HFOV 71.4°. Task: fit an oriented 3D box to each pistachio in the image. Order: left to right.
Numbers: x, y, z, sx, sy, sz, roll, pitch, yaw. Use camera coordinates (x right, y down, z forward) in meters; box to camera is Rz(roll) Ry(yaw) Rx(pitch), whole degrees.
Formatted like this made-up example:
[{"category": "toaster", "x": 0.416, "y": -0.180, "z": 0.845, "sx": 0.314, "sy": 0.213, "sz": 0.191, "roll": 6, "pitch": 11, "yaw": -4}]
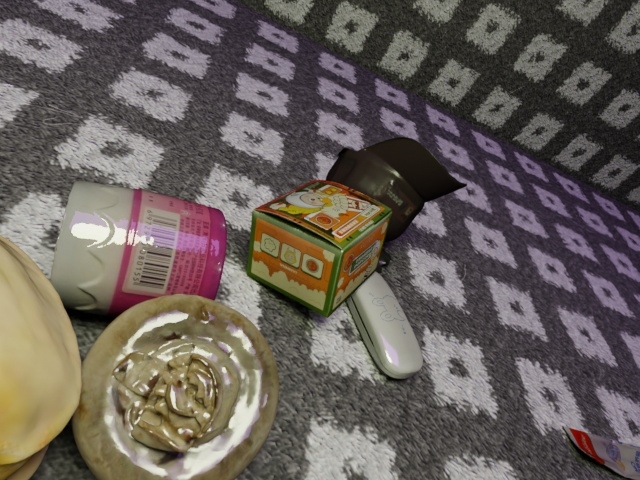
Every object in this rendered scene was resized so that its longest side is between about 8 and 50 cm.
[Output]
[{"category": "pistachio", "x": -0.361, "y": 0.090, "z": 0.414, "sx": 0.309, "sy": 0.230, "sz": 0.229, "roll": 48, "pitch": 39, "yaw": 9}]

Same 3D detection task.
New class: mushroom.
[{"category": "mushroom", "x": -0.153, "y": 0.169, "z": 0.501, "sx": 0.226, "sy": 0.178, "sz": 0.227, "roll": 11, "pitch": 58, "yaw": -19}]

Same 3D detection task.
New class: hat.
[{"category": "hat", "x": 0.119, "y": -0.066, "z": 0.923, "sx": 0.238, "sy": 0.336, "sz": 0.209, "roll": 35, "pitch": 73, "yaw": -27}]

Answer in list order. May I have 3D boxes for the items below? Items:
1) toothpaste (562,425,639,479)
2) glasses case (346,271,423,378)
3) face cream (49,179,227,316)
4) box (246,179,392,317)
[{"category": "toothpaste", "x": 0.633, "y": 0.447, "z": 0.907, "sx": 0.300, "sy": 0.048, "sz": 0.075, "roll": 21, "pitch": 44, "yaw": -13}, {"category": "glasses case", "x": 0.112, "y": 0.146, "z": 0.830, "sx": 0.092, "sy": 0.059, "sz": 0.234, "roll": 3, "pitch": 45, "yaw": -30}, {"category": "face cream", "x": -0.246, "y": 0.019, "z": 0.608, "sx": 0.194, "sy": 0.175, "sz": 0.175, "roll": 14, "pitch": 42, "yaw": -27}, {"category": "box", "x": 0.000, "y": 0.000, "z": 0.795, "sx": 0.177, "sy": 0.148, "sz": 0.195, "roll": 24, "pitch": 32, "yaw": 24}]
